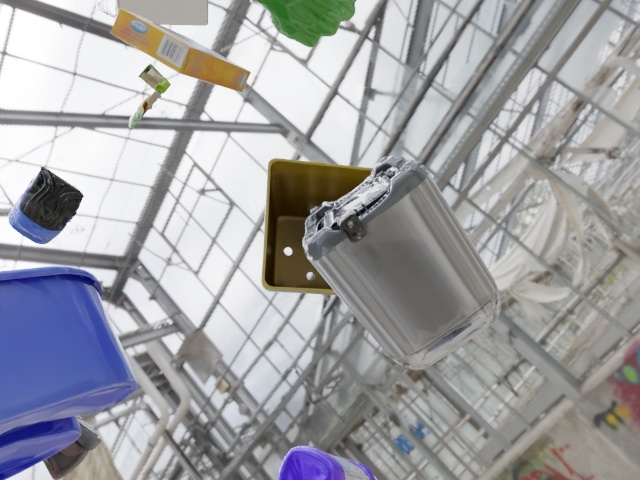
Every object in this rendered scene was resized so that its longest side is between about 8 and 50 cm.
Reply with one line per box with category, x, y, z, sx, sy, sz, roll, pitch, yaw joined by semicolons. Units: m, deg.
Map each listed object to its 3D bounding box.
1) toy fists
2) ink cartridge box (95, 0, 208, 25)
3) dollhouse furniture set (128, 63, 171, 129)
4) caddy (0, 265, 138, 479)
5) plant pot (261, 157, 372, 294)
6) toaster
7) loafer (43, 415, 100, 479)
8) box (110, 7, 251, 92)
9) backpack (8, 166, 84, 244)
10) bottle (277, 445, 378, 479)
toy fists;0.018;-0.422;0.845;0.279;0.142;0.096;-60;9;1
ink cartridge box;-0.292;-0.421;0.977;0.148;0.203;0.086;-9;-60;-27
dollhouse furniture set;-0.352;-0.295;1.144;0.076;0.058;0.152;-34;26;32
caddy;-0.345;0.127;0.531;0.241;0.179;0.341;-40;-16;22
plant pot;0.000;0.000;0.989;0.212;0.212;0.187;5;-15;-10
toaster;0.071;0.014;0.518;0.129;0.146;0.227;-37;8;5
loafer;-0.495;0.261;0.910;0.095;0.302;0.109;-51;11;-20
box;-0.125;-0.178;0.552;0.028;0.081;0.136;-62;-12;16
backpack;-0.506;-0.051;1.051;0.098;0.120;0.101;34;-54;-27
bottle;0.033;0.444;1.046;0.283;0.118;0.092;45;-117;-52
